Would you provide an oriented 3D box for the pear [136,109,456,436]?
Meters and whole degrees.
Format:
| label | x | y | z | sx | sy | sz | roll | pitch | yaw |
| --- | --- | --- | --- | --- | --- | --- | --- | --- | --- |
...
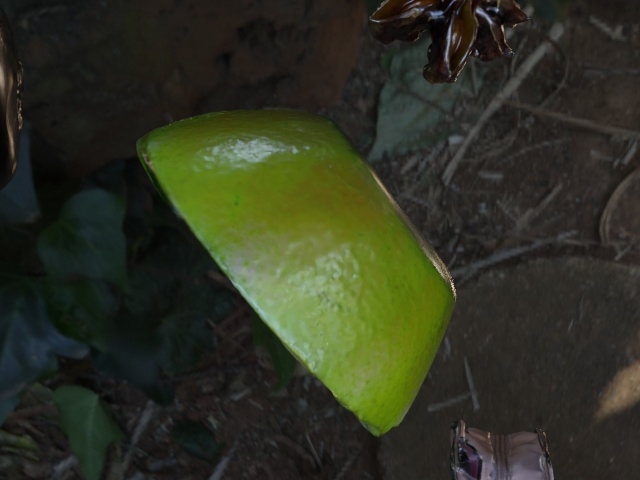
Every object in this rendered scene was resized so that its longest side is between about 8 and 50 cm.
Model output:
| label | x | y | z | sx | sy | sz | roll | pitch | yaw |
| --- | --- | --- | --- | --- | --- | --- | --- | --- | --- |
| pear | 0.002 | -0.003 | 1.052 | 0.165 | 0.399 | 0.399 | -38 | 64 | 3 |

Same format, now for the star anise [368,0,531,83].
| label | x | y | z | sx | sy | sz | roll | pitch | yaw |
| --- | --- | --- | --- | --- | --- | --- | --- | --- | --- |
| star anise | 0.153 | -0.281 | 1.183 | 0.220 | 0.126 | 0.190 | -40 | 79 | -14 |

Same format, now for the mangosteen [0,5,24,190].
| label | x | y | z | sx | sy | sz | roll | pitch | yaw |
| --- | --- | --- | --- | --- | --- | --- | --- | --- | --- |
| mangosteen | -0.465 | -0.150 | 1.102 | 0.300 | 0.300 | 0.300 | -3 | 63 | 7 |

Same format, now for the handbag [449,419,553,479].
| label | x | y | z | sx | sy | sz | roll | pitch | yaw |
| --- | --- | --- | --- | --- | --- | --- | --- | --- | --- |
| handbag | 0.212 | 0.300 | 1.193 | 0.116 | 0.205 | 0.179 | -5 | 94 | 8 |
